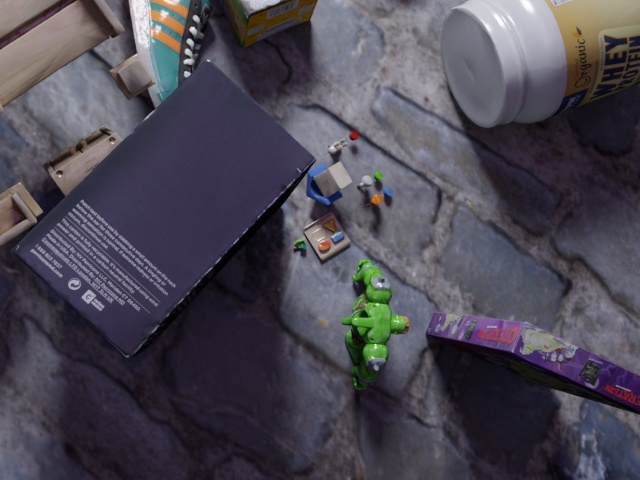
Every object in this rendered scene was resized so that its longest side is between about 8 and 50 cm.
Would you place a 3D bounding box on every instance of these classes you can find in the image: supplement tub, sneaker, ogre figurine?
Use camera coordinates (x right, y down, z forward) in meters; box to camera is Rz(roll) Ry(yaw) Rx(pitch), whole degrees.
[{"bbox_3d":[0.373,-0.318,1.175,0.316,0.228,0.228,-21,89,-11],"label":"supplement tub"},{"bbox_3d":[-0.219,-0.319,1.130,0.121,0.108,0.302,-10,85,-7],"label":"sneaker"},{"bbox_3d":[0.076,0.129,1.134,0.097,0.118,0.197,24,81,-7],"label":"ogre figurine"}]

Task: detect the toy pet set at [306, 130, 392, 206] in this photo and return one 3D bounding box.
[{"bbox_3d":[0.035,-0.095,1.191,0.114,0.065,0.122,-34,95,-46],"label":"toy pet set"}]

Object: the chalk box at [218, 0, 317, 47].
[{"bbox_3d":[-0.107,-0.435,1.151,0.132,0.132,0.213,-25,88,-11],"label":"chalk box"}]

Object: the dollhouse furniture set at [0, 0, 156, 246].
[{"bbox_3d":[-0.419,-0.224,0.998,0.303,0.174,0.355,-37,111,-12],"label":"dollhouse furniture set"}]

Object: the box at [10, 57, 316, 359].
[{"bbox_3d":[-0.195,-0.024,0.987,0.179,0.343,0.312,44,78,-3],"label":"box"}]

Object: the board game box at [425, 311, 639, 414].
[{"bbox_3d":[0.296,0.166,1.054,0.208,0.347,0.056,29,83,-6],"label":"board game box"}]

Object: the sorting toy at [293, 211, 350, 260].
[{"bbox_3d":[0.000,0.000,1.186,0.083,0.012,0.062,-32,91,-12],"label":"sorting toy"}]
